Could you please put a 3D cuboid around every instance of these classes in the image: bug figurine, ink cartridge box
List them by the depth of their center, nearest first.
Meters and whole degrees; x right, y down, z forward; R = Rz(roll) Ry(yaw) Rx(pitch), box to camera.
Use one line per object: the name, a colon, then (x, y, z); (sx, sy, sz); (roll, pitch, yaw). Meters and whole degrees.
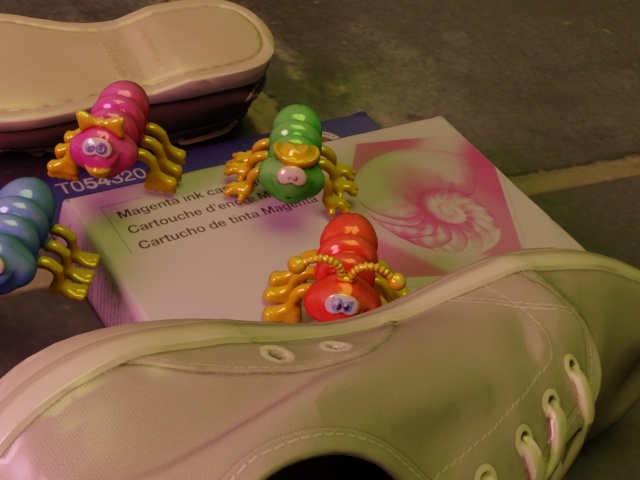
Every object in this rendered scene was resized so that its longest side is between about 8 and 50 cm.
bug figurine: (-0.078, -0.023, 0.596); (0.279, 0.072, 0.216); (6, 40, -4)
ink cartridge box: (0.000, 0.000, 0.696); (0.324, 0.071, 0.330); (-16, 49, -31)

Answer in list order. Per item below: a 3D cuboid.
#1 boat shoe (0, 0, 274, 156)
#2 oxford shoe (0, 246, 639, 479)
boat shoe: (-0.194, -0.111, 0.751); (0.324, 0.096, 0.116); (-13, 59, -26)
oxford shoe: (0.056, 0.102, 0.471); (0.449, 0.169, 0.130); (-5, 29, -44)
